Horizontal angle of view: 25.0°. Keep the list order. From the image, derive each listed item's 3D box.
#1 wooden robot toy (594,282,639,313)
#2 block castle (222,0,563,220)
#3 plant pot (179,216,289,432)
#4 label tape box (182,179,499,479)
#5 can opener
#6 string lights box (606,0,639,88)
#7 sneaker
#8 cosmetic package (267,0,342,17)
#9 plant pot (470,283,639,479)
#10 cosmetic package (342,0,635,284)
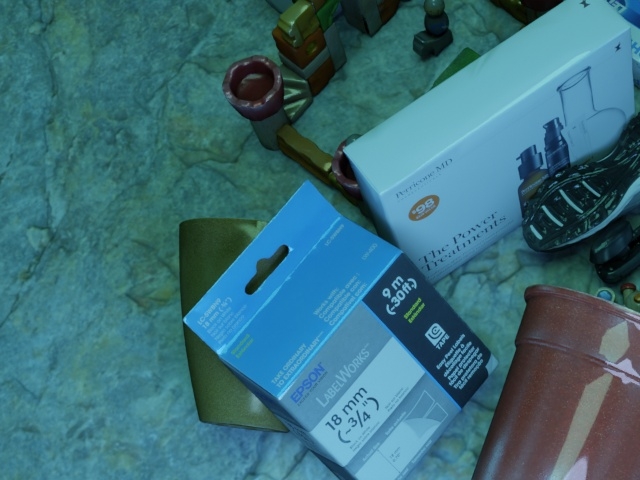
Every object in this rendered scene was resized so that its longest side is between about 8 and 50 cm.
[{"bbox_3d":[0.400,0.081,1.854,0.173,0.079,0.076,-4,64,10],"label":"wooden robot toy"},{"bbox_3d":[0.109,-0.278,2.019,0.303,0.213,0.453,37,77,26],"label":"block castle"},{"bbox_3d":[-0.085,0.117,1.881,0.237,0.237,0.254,5,80,15],"label":"plant pot"},{"bbox_3d":[0.032,0.128,1.774,0.241,0.334,0.106,-49,28,-12],"label":"label tape box"},{"bbox_3d":[0.435,-0.006,1.903,0.186,0.073,0.059,-31,59,-15],"label":"can opener"},{"bbox_3d":[0.492,-0.349,2.045,0.133,0.077,0.260,39,78,24],"label":"string lights box"},{"bbox_3d":[0.389,-0.065,1.912,0.271,0.108,0.100,-35,57,-4],"label":"sneaker"},{"bbox_3d":[0.044,-0.509,2.181,0.365,0.155,0.197,-43,65,-11],"label":"cosmetic package"},{"bbox_3d":[0.316,0.231,1.710,0.272,0.272,0.265,21,79,21],"label":"plant pot"},{"bbox_3d":[0.232,-0.122,1.872,0.377,0.284,0.097,-34,58,-5],"label":"cosmetic package"}]
